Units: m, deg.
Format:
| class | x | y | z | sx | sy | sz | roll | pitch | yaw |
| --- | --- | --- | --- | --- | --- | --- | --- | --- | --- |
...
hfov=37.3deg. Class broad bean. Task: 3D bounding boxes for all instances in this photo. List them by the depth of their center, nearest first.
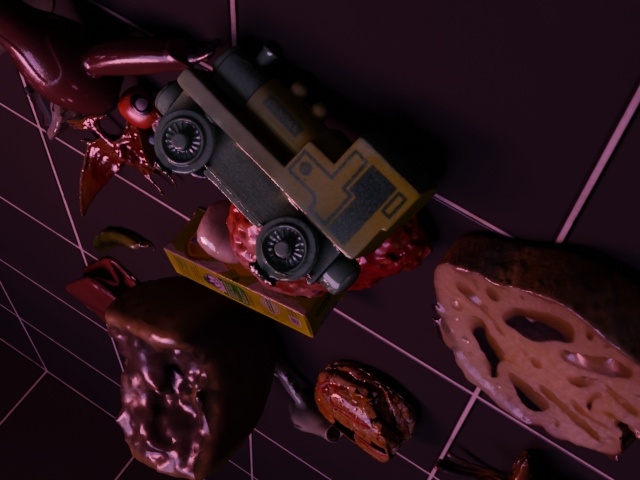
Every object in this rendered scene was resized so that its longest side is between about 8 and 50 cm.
| class | x | y | z | sx | sy | sz | roll | pitch | yaw |
| --- | --- | --- | --- | --- | --- | --- | --- | --- | --- |
| broad bean | -0.450 | 0.004 | 2.087 | 0.227 | 0.039 | 0.069 | 3 | 143 | 49 |

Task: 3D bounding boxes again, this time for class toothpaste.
| class | x | y | z | sx | sy | sz | roll | pitch | yaw |
| --- | --- | --- | --- | --- | --- | --- | --- | --- | --- |
| toothpaste | -0.116 | 0.052 | 1.665 | 0.328 | 0.110 | 0.077 | 23 | 153 | 28 |

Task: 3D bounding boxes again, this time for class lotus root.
| class | x | y | z | sx | sy | sz | roll | pitch | yaw |
| --- | --- | --- | --- | --- | --- | --- | --- | --- | --- |
| lotus root | 0.312 | 0.140 | 1.284 | 0.375 | 0.111 | 0.390 | 40 | 157 | -1 |

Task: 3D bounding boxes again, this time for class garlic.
| class | x | y | z | sx | sy | sz | roll | pitch | yaw |
| --- | --- | --- | --- | --- | --- | --- | --- | --- | --- |
| garlic | -0.122 | -0.010 | 1.568 | 0.175 | 0.124 | 0.099 | 26 | 147 | -23 |

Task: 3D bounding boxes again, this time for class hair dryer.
| class | x | y | z | sx | sy | sz | roll | pitch | yaw |
| --- | --- | --- | --- | --- | --- | --- | --- | --- | --- |
| hair dryer | -0.308 | -0.284 | 1.329 | 0.341 | 0.123 | 0.312 | 1 | 158 | 27 |
| hair dryer | -0.027 | 0.351 | 2.050 | 0.219 | 0.088 | 0.224 | 35 | 155 | 49 |

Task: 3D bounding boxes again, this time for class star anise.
| class | x | y | z | sx | sy | sz | roll | pitch | yaw |
| --- | --- | --- | --- | --- | --- | --- | --- | --- | --- |
| star anise | 0.346 | 0.466 | 1.738 | 0.346 | 0.148 | 0.237 | 8 | 120 | 49 |

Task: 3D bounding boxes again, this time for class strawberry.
| class | x | y | z | sx | sy | sz | roll | pitch | yaw |
| --- | --- | --- | --- | --- | --- | --- | --- | --- | --- |
| strawberry | 0.000 | 0.000 | 1.395 | 0.336 | 0.149 | 0.265 | 6 | 138 | 46 |

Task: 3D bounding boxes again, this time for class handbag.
| class | x | y | z | sx | sy | sz | roll | pitch | yaw |
| --- | --- | --- | --- | --- | --- | --- | --- | --- | --- |
| handbag | -0.487 | 0.170 | 2.353 | 0.275 | 0.084 | 0.260 | 44 | 153 | -14 |

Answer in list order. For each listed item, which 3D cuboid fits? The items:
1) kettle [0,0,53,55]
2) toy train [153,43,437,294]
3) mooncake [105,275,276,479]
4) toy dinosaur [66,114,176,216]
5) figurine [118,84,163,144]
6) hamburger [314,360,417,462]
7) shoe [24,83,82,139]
| class | x | y | z | sx | sy | sz | roll | pitch | yaw |
| --- | --- | --- | --- | --- | --- | --- | --- | --- | --- |
| kettle | -0.658 | -0.333 | 1.415 | 0.361 | 0.376 | 0.250 | 24 | 151 | 24 |
| toy train | -0.053 | -0.109 | 1.233 | 0.369 | 0.237 | 0.150 | 46 | -164 | 9 |
| mooncake | -0.283 | 0.277 | 1.915 | 0.246 | 0.394 | 0.393 | 20 | 174 | 38 |
| toy dinosaur | -0.349 | -0.131 | 1.660 | 0.327 | 0.113 | 0.206 | 9 | 147 | 38 |
| figurine | -0.261 | -0.195 | 1.500 | 0.140 | 0.068 | 0.075 | 35 | 140 | 17 |
| hamburger | 0.084 | 0.335 | 1.888 | 0.231 | 0.107 | 0.231 | 36 | 159 | 16 |
| shoe | -0.481 | -0.251 | 1.682 | 0.099 | 0.071 | 0.169 | 41 | 150 | 1 |
